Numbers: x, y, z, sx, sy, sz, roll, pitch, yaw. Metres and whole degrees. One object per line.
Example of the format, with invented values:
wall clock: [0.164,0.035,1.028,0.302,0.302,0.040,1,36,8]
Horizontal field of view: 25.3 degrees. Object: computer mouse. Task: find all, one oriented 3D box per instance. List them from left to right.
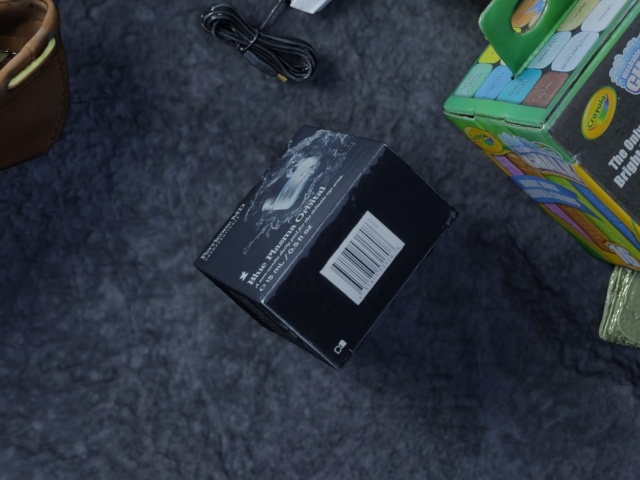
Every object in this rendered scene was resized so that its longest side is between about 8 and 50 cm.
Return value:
computer mouse: [-0.008,-0.226,1.162,0.106,0.042,0.193,33,85,-24]

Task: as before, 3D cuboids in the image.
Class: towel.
towel: [0.336,0.059,1.371,0.148,0.027,0.110,16,91,-24]

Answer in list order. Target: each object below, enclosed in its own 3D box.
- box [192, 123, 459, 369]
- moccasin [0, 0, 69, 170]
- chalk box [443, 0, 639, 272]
box: [0.000,0.000,1.140,0.093,0.158,0.156,42,81,-25]
moccasin: [-0.318,-0.066,0.930,0.380,0.139,0.147,-27,146,-36]
chalk box: [0.241,-0.123,1.217,0.289,0.179,0.180,42,82,-23]
